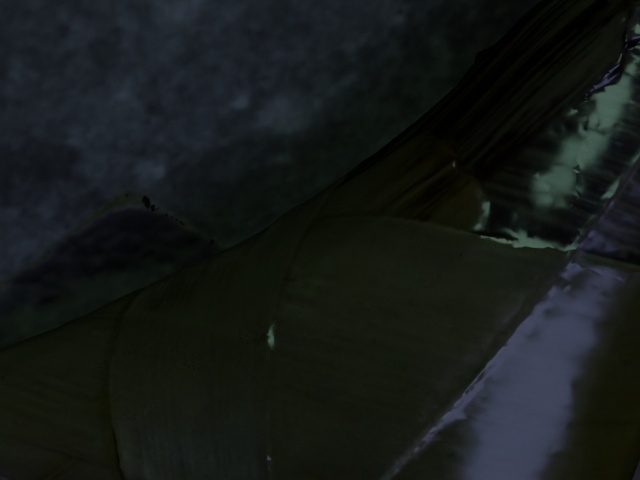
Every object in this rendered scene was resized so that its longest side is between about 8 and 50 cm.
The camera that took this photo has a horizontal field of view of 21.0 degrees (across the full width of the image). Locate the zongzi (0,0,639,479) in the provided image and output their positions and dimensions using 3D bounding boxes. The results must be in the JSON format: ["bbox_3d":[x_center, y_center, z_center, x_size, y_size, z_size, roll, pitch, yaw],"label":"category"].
[{"bbox_3d":[0.000,0.000,0.716,0.318,0.154,0.289,18,96,-9],"label":"zongzi"}]
